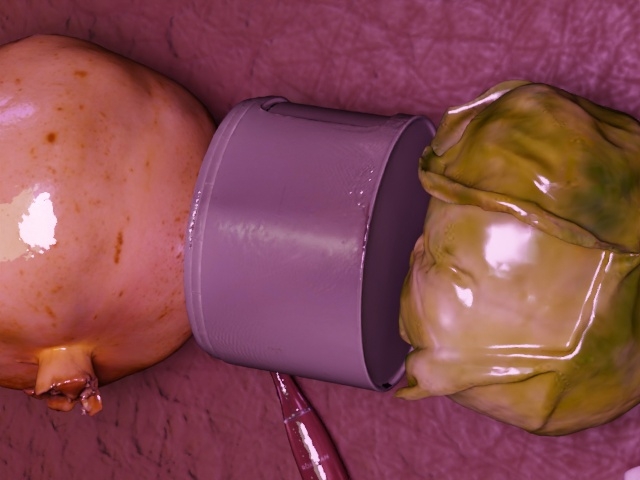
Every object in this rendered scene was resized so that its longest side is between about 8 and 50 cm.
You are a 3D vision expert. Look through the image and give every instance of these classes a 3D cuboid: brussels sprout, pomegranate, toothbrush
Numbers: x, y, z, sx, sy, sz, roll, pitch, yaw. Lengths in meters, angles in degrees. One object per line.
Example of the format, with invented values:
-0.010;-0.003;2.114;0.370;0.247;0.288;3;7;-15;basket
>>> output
0.170;0.015;1.256;0.227;0.294;0.259;19;97;30;brussels sprout
-0.216;-0.006;1.372;0.319;0.319;0.319;1;93;19;pomegranate
0.003;0.207;1.446;0.041;0.041;0.364;-25;85;19;toothbrush

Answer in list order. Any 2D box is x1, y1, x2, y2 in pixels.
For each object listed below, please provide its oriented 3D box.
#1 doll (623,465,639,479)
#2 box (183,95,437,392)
0.316;0.316;1.295;0.161;0.130;0.290;-14;74;6;doll
0.000;0.000;1.336;0.149;0.226;0.226;9;96;18;box
